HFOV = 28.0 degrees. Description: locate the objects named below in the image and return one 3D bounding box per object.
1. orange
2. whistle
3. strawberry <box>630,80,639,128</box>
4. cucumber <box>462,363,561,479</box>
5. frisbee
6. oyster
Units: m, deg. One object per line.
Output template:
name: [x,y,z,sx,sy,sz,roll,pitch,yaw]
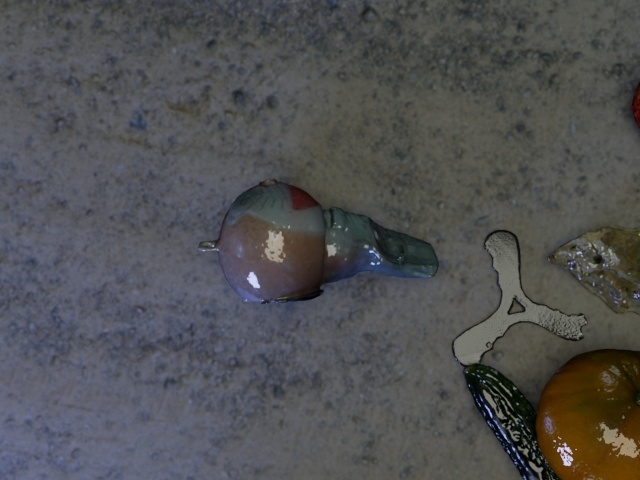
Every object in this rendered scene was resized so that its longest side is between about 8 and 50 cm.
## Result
orange: [0.419,0.253,1.774,0.240,0.171,0.240,8,52,-10]
whistle: [0.000,0.000,1.825,0.348,0.189,0.189,1,87,-9]
strawberry: [0.604,-0.182,1.804,0.261,0.257,0.261,-6,106,-21]
cucumber: [0.297,0.285,1.848,0.077,0.077,0.265,-31,85,0]
frisbee: [0.299,0.108,1.885,0.187,0.012,0.211,22,88,2]
oyster: [0.448,0.036,1.856,0.209,0.072,0.133,36,92,1]
